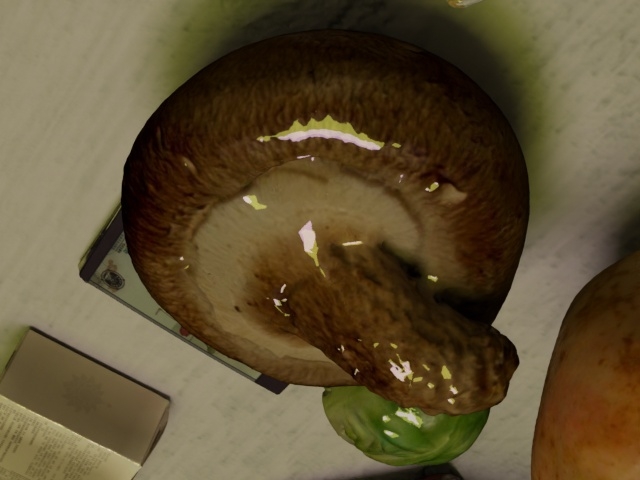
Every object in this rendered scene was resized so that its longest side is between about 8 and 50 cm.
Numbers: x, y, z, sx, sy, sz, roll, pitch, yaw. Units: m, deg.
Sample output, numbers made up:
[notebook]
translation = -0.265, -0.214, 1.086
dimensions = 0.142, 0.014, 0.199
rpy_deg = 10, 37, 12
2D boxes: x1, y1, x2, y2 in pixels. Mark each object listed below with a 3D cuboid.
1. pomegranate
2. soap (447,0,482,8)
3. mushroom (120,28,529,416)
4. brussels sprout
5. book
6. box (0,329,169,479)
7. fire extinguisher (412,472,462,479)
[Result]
[pomegranate]
translation = 0.317, 0.149, 1.222
dimensions = 0.342, 0.342, 0.342
rpy_deg = 10, 134, 11
[soap]
translation = 0.180, -0.243, 1.018
dimensions = 0.232, 0.140, 0.073
rpy_deg = -18, 126, 32
[mushroom]
translation = 0.004, -0.017, 1.259
dimensions = 0.345, 0.239, 0.345
rpy_deg = 5, 111, 12
[brussels sprout]
translation = 0.075, 0.139, 1.428
dimensions = 0.155, 0.117, 0.155
rpy_deg = 3, 131, 4
[book]
translation = -0.098, 0.045, 1.467
dimensions = 0.231, 0.026, 0.157
rpy_deg = 31, 134, -9
[box]
translation = -0.272, 0.214, 1.639
dimensions = 0.168, 0.095, 0.212
rpy_deg = 29, 135, -6
[fire extinguisher]
translation = 0.022, 0.306, 1.610
dimensions = 0.269, 0.105, 0.105
rpy_deg = -15, 125, 30
